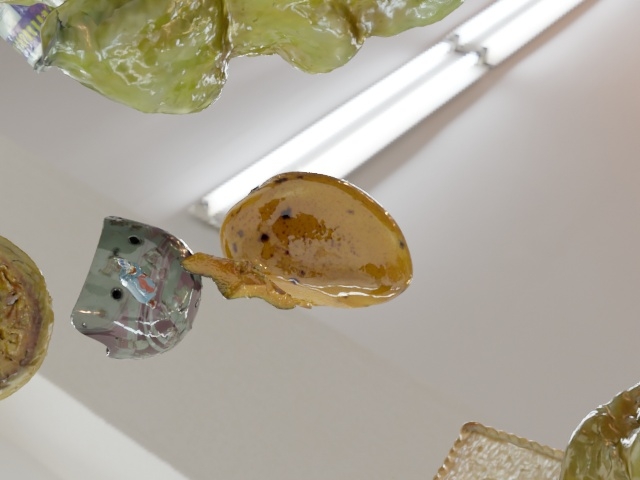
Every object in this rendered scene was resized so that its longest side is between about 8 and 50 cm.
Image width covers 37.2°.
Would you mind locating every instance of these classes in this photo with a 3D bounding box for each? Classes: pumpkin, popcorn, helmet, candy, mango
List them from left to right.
[{"bbox_3d":[-0.168,0.040,0.882,0.030,0.083,0.020,26,-114,26],"label":"candy"},{"bbox_3d":[-0.187,0.059,1.075,0.107,0.177,0.153,1,-115,24],"label":"helmet"},{"bbox_3d":[-0.060,-0.204,0.576,0.290,0.321,0.325,24,-130,-22],"label":"popcorn"},{"bbox_3d":[-0.073,0.033,0.898,0.073,0.035,0.101,29,-169,37],"label":"pumpkin"},{"bbox_3d":[0.000,0.000,1.388,0.290,0.160,0.191,17,-103,9],"label":"mango"}]

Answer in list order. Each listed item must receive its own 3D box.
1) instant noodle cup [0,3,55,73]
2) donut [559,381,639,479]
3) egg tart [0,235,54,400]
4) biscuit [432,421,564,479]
[{"bbox_3d":[-0.325,-0.359,1.009,0.312,0.284,0.284,53,-137,-12],"label":"instant noodle cup"},{"bbox_3d":[0.307,0.237,0.650,0.360,0.170,0.360,12,-112,-32],"label":"donut"},{"bbox_3d":[-0.565,0.120,1.494,0.290,0.290,0.115,-3,177,-14],"label":"egg tart"},{"bbox_3d":[0.203,0.353,1.236,0.160,0.249,0.030,19,-159,-11],"label":"biscuit"}]
